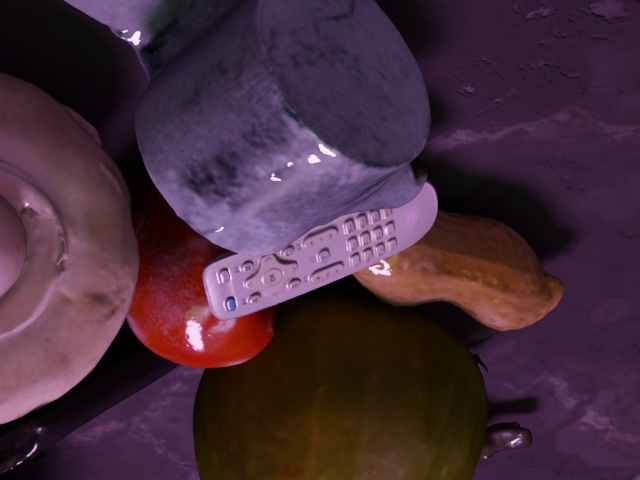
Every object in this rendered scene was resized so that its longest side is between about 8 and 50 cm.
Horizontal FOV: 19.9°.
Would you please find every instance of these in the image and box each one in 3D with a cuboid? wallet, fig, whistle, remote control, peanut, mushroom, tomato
[{"bbox_3d":[-0.231,0.152,1.738,0.197,0.377,0.051,-29,91,31],"label":"wallet"},{"bbox_3d":[0.013,0.213,1.809,0.316,0.316,0.316,-1,141,-1],"label":"fig"},{"bbox_3d":[-0.075,-0.161,1.494,0.168,0.188,0.405,-33,99,39],"label":"whistle"},{"bbox_3d":[0.000,0.000,1.621,0.229,0.044,0.073,-22,134,-12],"label":"remote control"},{"bbox_3d":[0.121,0.019,1.748,0.263,0.101,0.117,15,153,-24],"label":"peanut"},{"bbox_3d":[-0.331,0.011,1.530,0.315,0.315,0.356,-34,168,33],"label":"mushroom"},{"bbox_3d":[-0.115,0.026,1.686,0.151,0.187,0.187,-1,141,1],"label":"tomato"}]

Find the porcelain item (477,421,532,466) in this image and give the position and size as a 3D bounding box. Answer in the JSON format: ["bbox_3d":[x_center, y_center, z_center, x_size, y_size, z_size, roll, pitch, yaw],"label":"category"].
[{"bbox_3d":[0.127,0.226,2.023,0.215,0.069,0.081,-9,136,10],"label":"porcelain item"}]

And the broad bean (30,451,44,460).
[{"bbox_3d":[-0.298,0.192,1.980,0.061,0.046,0.195,7,146,-29],"label":"broad bean"}]

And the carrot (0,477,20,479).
[{"bbox_3d":[-0.428,0.369,2.037,0.340,0.241,0.241,18,137,-16],"label":"carrot"}]

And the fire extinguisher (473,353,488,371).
[{"bbox_3d":[0.097,0.145,1.956,0.173,0.035,0.049,-23,98,24],"label":"fire extinguisher"}]
